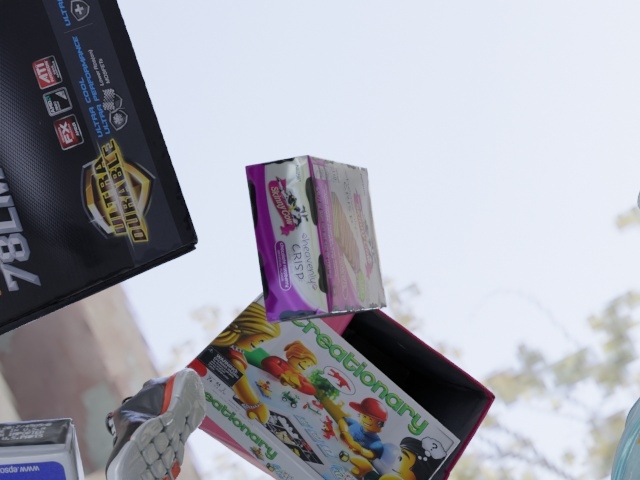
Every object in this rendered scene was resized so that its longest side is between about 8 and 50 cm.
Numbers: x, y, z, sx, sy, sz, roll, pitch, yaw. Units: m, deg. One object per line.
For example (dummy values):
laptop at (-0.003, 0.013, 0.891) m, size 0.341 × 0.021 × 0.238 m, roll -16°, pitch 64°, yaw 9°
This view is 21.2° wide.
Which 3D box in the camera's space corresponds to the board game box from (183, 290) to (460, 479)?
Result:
board game box at (-0.002, 0.207, 2.043) m, size 0.305 × 0.053 × 0.193 m, roll 40°, pitch -133°, yaw 5°

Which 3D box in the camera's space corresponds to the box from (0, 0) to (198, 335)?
box at (-0.276, -0.078, 1.412) m, size 0.293 × 0.073 × 0.295 m, roll -24°, pitch -77°, yaw -34°

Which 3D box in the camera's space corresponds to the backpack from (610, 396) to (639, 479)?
backpack at (0.333, 0.200, 1.320) m, size 0.253 × 0.191 × 0.225 m, roll -9°, pitch -71°, yaw -34°

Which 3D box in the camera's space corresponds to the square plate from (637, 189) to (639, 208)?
square plate at (0.489, -0.107, 1.442) m, size 0.344 × 0.347 × 0.049 m, roll 26°, pitch 179°, yaw 2°

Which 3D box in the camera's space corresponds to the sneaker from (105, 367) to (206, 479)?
sneaker at (-0.144, 0.158, 1.367) m, size 0.158 × 0.065 × 0.061 m, roll -53°, pitch -48°, yaw -61°

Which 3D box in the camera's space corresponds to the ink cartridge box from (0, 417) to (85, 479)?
ink cartridge box at (-0.366, 0.318, 1.659) m, size 0.072 × 0.303 × 0.307 m, roll -92°, pitch -2°, yaw -58°

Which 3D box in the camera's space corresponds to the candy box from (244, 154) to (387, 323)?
candy box at (0.000, 0.000, 1.757) m, size 0.233 × 0.071 × 0.159 m, roll 1°, pitch -100°, yaw -75°

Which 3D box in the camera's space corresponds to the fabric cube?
fabric cube at (0.029, 0.236, 2.355) m, size 0.254 × 0.259 × 0.258 m, roll 36°, pitch 169°, yaw -24°
